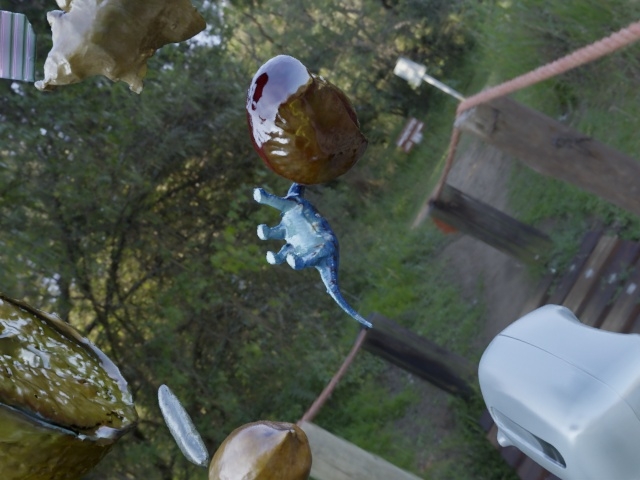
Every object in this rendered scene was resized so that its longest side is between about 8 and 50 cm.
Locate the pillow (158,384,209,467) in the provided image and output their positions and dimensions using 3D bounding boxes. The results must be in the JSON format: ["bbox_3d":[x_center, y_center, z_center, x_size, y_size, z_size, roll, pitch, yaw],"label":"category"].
[{"bbox_3d":[-0.322,0.448,1.657,0.051,0.241,0.093,-22,-40,-29],"label":"pillow"}]

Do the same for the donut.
[{"bbox_3d":[-0.294,0.122,0.616,0.107,0.272,0.272,-54,-2,1],"label":"donut"}]

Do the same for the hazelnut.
[{"bbox_3d":[-0.024,-0.181,1.059,0.160,0.170,0.201,-51,-48,-45],"label":"hazelnut"}]

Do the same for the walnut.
[{"bbox_3d":[-0.117,0.466,1.445,0.209,0.209,0.336,-58,-4,-48],"label":"walnut"}]

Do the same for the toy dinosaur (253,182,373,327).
[{"bbox_3d":[-0.030,-0.008,1.077,0.076,0.144,0.329,-57,42,47],"label":"toy dinosaur"}]

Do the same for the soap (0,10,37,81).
[{"bbox_3d":[-0.689,-0.437,1.580,0.056,0.100,0.149,-148,62,-61],"label":"soap"}]

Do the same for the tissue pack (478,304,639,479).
[{"bbox_3d":[0.418,0.264,1.168,0.236,0.229,0.333,-37,20,-12],"label":"tissue pack"}]

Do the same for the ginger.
[{"bbox_3d":[-0.321,-0.320,1.044,0.270,0.219,0.123,-39,21,-10],"label":"ginger"}]
